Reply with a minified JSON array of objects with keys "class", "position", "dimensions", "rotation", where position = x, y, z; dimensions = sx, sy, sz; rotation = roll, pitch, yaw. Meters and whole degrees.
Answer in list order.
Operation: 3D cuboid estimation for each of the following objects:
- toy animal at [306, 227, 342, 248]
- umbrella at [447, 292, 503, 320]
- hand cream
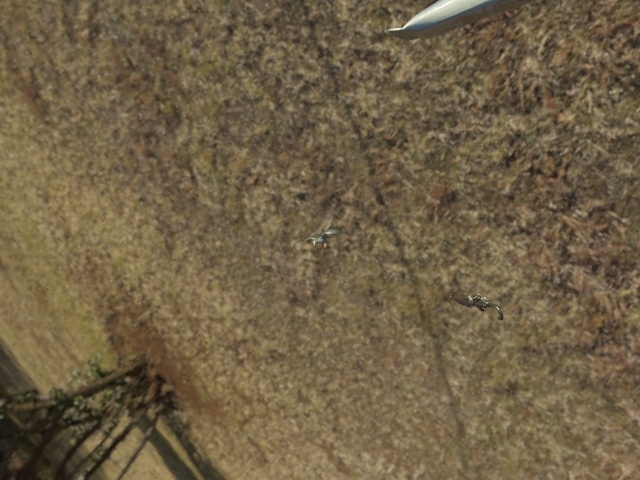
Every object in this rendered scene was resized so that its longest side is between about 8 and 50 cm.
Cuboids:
[{"class":"toy animal","position":[0.001,0.000,1.368],"dimensions":[0.084,0.050,0.028],"rotation":[-22,116,35]},{"class":"umbrella","position":[0.144,0.057,0.667],"dimensions":[0.022,0.013,0.122],"rotation":[66,170,-9]},{"class":"hand cream","position":[0.237,-0.292,0.749],"dimensions":[0.340,0.124,0.078],"rotation":[-19,96,20]}]
